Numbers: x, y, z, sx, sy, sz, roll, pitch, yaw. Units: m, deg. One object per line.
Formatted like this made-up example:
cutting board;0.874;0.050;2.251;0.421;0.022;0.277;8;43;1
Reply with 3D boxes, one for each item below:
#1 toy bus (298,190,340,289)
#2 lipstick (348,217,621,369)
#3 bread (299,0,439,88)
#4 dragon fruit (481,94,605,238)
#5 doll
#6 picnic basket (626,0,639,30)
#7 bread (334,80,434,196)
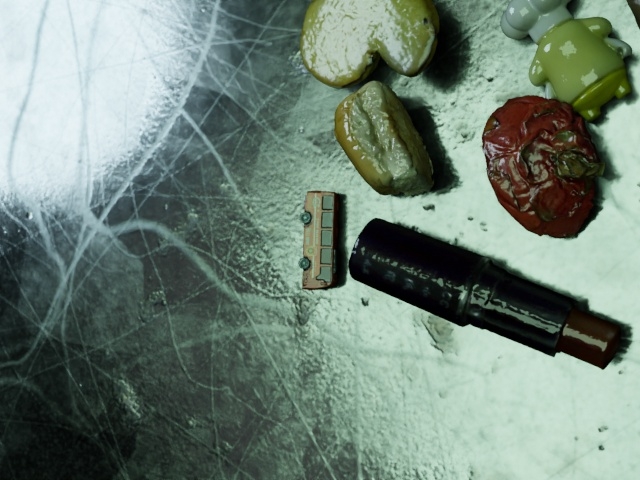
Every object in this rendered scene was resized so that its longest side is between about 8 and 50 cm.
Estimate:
toy bus;0.000;0.000;1.727;0.043;0.031;0.110;1;88;12
lipstick;0.172;0.058;1.640;0.299;0.081;0.081;21;95;19
bread;0.059;-0.224;1.695;0.187;0.065;0.149;37;106;33
dragon fruit;0.225;-0.082;1.605;0.106;0.083;0.162;-33;75;48
doll;0.256;-0.204;1.631;0.106;0.062;0.162;-36;79;15
picnic basket;0.453;-0.162;1.441;0.254;0.291;0.321;-38;65;13
bread;0.063;-0.104;1.670;0.082;0.106;0.125;-26;78;16
